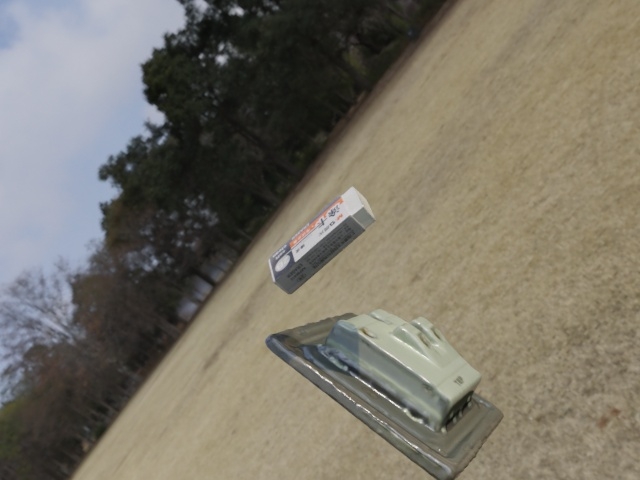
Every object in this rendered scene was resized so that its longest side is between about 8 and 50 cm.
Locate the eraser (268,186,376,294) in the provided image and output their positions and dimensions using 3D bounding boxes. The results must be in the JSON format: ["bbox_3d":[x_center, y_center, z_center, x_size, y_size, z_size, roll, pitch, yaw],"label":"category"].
[{"bbox_3d":[0.000,0.000,0.738,0.122,0.029,0.052,-41,28,12],"label":"eraser"}]

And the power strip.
[{"bbox_3d":[0.097,0.152,0.849,0.092,0.251,0.257,-56,-20,15],"label":"power strip"}]
